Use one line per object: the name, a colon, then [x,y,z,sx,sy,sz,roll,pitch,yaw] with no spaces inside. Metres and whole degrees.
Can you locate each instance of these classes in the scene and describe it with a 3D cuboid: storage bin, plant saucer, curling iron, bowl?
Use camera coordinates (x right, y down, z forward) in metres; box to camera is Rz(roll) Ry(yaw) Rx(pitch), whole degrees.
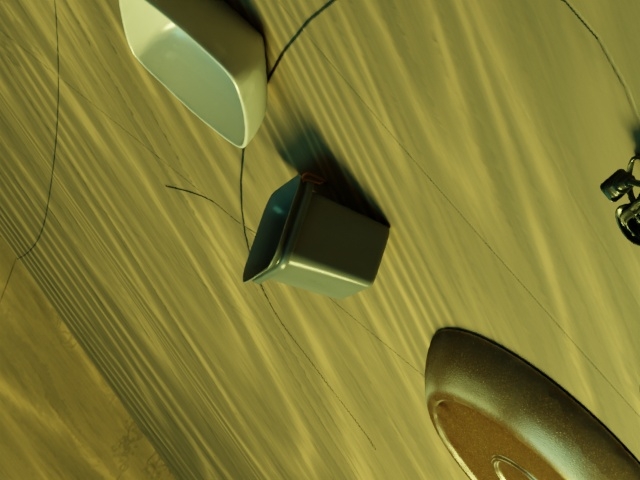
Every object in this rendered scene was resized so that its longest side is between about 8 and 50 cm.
storage bin: [0.000,0.000,1.652,0.091,0.098,0.135,20,168,-11]
plant saucer: [0.196,0.206,1.714,0.310,0.050,0.310,41,163,16]
curling iron: [0.217,0.031,1.243,0.068,0.035,0.274,42,164,29]
bowl: [-0.093,-0.153,1.555,0.142,0.053,0.142,43,164,16]
